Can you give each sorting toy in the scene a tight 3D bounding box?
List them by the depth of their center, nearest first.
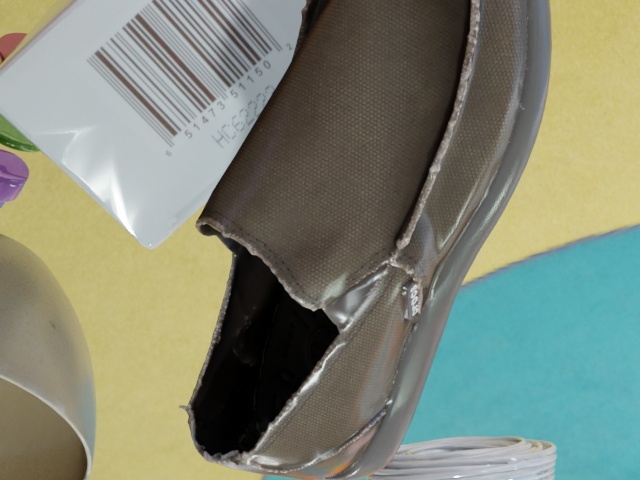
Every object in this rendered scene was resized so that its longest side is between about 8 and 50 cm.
[{"bbox_3d":[-0.447,-0.155,1.210,0.127,0.365,0.126,22,126,-25],"label":"sorting toy"}]

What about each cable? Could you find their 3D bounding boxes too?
[{"bbox_3d":[0.190,0.321,1.135,0.257,0.089,0.257,4,168,-44],"label":"cable"}]

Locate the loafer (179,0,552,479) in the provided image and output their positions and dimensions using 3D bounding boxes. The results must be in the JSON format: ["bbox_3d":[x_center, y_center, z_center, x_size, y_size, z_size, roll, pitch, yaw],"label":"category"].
[{"bbox_3d":[0.012,-0.016,0.440,0.130,0.134,0.365,-7,115,-43],"label":"loafer"}]

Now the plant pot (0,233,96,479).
[{"bbox_3d":[-0.329,0.098,0.747,0.284,0.190,0.284,0,137,0],"label":"plant pot"}]

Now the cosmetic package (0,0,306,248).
[{"bbox_3d":[-0.127,-0.194,0.746,0.230,0.453,0.161,-40,114,6],"label":"cosmetic package"}]
